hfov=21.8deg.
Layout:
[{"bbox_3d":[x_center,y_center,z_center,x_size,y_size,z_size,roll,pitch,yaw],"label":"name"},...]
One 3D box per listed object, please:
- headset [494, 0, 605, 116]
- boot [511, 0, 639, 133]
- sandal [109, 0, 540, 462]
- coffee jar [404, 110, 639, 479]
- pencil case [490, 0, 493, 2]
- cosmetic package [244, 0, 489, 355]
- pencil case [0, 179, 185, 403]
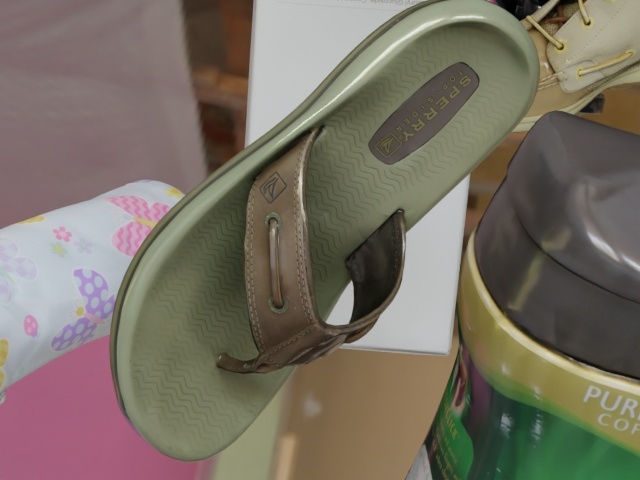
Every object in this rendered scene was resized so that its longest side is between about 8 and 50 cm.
[{"bbox_3d":[0.250,-0.218,1.656,0.185,0.243,0.394,9,-19,-7],"label":"headset"},{"bbox_3d":[0.209,-0.201,1.302,0.262,0.095,0.203,-19,-41,-22],"label":"boot"},{"bbox_3d":[0.000,-0.002,0.872,0.120,0.303,0.086,34,14,-33],"label":"sandal"},{"bbox_3d":[0.061,0.065,0.384,0.096,0.079,0.184,15,-65,-10],"label":"coffee jar"},{"bbox_3d":[0.132,-0.273,1.545,0.095,0.209,0.098,-7,-34,28],"label":"pencil case"},{"bbox_3d":[0.030,-0.128,1.118,0.155,0.365,0.197,4,22,-3],"label":"cosmetic package"},{"bbox_3d":[-0.207,0.038,1.335,0.273,0.124,0.113,-25,-10,-47],"label":"pencil case"}]
